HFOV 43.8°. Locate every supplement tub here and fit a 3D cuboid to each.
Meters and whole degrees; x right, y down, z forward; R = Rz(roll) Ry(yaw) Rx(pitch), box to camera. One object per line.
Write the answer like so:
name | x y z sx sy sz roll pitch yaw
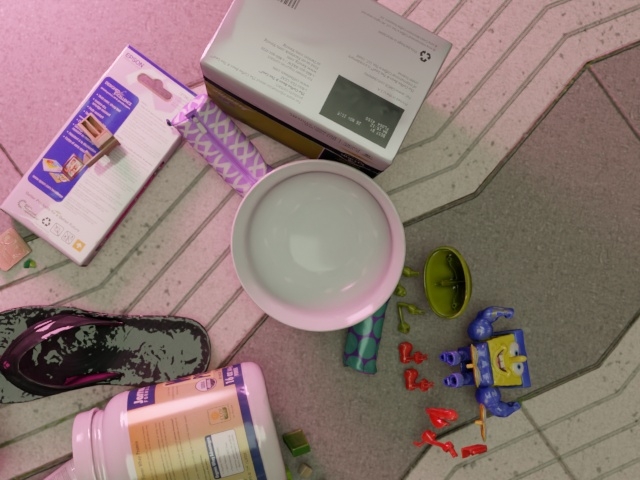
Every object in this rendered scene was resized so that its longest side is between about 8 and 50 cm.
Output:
supplement tub | -0.229 0.345 1.328 0.316 0.228 0.228 -13 88 -6
supplement tub | -0.446 0.432 1.383 0.107 0.071 0.071 -36 90 -5

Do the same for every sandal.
sandal | -0.415 0.191 1.378 0.445 0.107 0.168 -4 87 -7

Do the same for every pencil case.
pencil case | -0.169 -0.165 1.402 0.086 0.088 0.206 -46 115 -4
pencil case | 0.084 0.163 1.449 0.064 0.070 0.152 11 88 31

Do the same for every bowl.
bowl | 0.000 0.000 1.400 0.298 0.134 0.298 1 101 5

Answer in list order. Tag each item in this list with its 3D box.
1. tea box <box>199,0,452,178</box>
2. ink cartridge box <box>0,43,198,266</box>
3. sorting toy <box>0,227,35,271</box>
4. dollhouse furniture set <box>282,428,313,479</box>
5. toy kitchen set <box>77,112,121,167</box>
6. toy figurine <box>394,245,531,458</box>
tea box | -0.002 -0.272 1.336 0.329 0.323 0.220 28 85 -4
ink cartridge box | -0.383 -0.150 1.425 0.175 0.069 0.371 36 87 -2
sorting toy | -0.549 0.027 1.426 0.062 0.012 0.083 -40 87 -11
dollhouse furniture set | -0.033 0.427 1.445 0.076 0.058 0.152 -17 108 -13
toy kitchen set | -0.394 -0.174 1.354 0.068 0.083 0.075 -44 91 -6
toy figurine | 0.285 0.197 1.457 0.217 0.191 0.363 -1 78 -35
